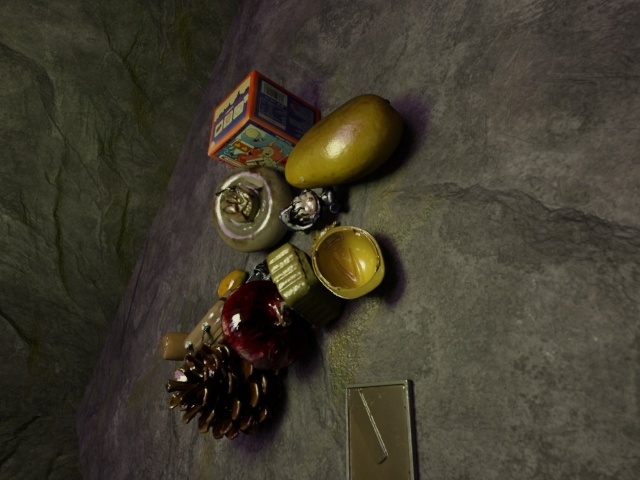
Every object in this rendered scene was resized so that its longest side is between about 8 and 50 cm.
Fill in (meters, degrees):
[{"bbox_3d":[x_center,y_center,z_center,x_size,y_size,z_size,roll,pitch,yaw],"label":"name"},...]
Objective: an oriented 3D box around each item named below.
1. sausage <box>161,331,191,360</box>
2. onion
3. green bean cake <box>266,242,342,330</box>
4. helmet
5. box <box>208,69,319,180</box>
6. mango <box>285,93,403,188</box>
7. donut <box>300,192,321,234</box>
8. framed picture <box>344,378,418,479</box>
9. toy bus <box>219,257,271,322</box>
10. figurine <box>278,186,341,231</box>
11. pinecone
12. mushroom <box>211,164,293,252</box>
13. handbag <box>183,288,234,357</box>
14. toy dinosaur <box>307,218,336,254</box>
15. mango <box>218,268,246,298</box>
[{"bbox_3d":[-0.574,0.463,1.832,0.123,0.252,0.123,-18,64,42],"label":"sausage"},{"bbox_3d":[-0.172,0.260,1.372,0.232,0.313,0.314,-55,37,41],"label":"onion"},{"bbox_3d":[-0.047,0.137,1.342,0.124,0.236,0.233,-36,46,7],"label":"green bean cake"},{"bbox_3d":[0.095,0.087,1.274,0.205,0.140,0.257,-29,55,-1],"label":"helmet"},{"bbox_3d":[-0.229,-0.445,1.751,0.318,0.348,0.257,-24,56,42],"label":"box"},{"bbox_3d":[0.064,-0.302,1.396,0.444,0.220,0.302,-30,35,29],"label":"mango"},{"bbox_3d":[-0.066,-0.113,1.625,0.108,0.065,0.166,25,93,53],"label":"donut"},{"bbox_3d":[0.149,0.531,1.093,0.232,0.024,0.315,-23,57,43],"label":"framed picture"},{"bbox_3d":[-0.239,0.221,1.574,0.292,0.133,0.125,-53,43,-7],"label":"toy bus"},{"bbox_3d":[-0.042,-0.111,1.506,0.222,0.145,0.145,-21,50,4],"label":"figurine"},{"bbox_3d":[-0.342,0.488,1.442,0.384,0.384,0.385,-25,55,42],"label":"pinecone"},{"bbox_3d":[-0.289,-0.132,1.690,0.362,0.294,0.363,-3,81,23],"label":"mushroom"},{"bbox_3d":[-0.426,0.366,1.694,0.302,0.149,0.283,-45,9,28],"label":"handbag"},{"bbox_3d":[0.000,0.000,1.514,0.126,0.039,0.162,8,81,51],"label":"toy dinosaur"},{"bbox_3d":[-0.392,0.197,1.865,0.115,0.089,0.165,22,88,51],"label":"mango"}]
